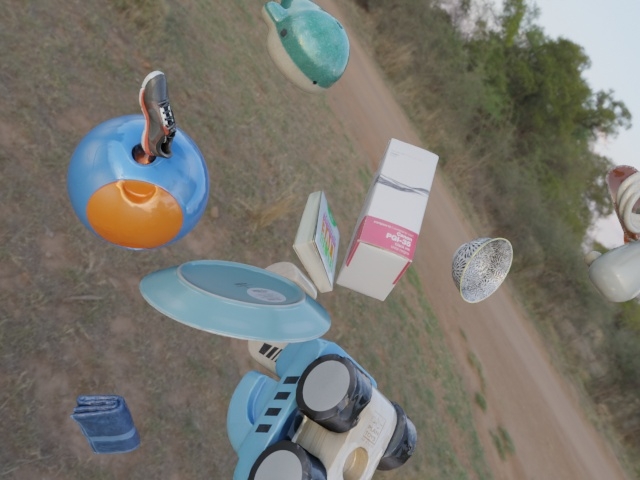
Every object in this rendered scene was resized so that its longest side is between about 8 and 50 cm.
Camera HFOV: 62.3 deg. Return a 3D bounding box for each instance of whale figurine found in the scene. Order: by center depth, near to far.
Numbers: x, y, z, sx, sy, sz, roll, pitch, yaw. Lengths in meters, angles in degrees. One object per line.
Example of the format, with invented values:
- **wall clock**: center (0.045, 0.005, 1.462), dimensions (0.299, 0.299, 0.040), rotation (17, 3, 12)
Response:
- **whale figurine**: center (-0.026, -0.440, 1.093), dimensions (0.216, 0.141, 0.272), rotation (19, 52, -50)

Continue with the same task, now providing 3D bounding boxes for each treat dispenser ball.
- **treat dispenser ball**: center (-0.383, -0.122, 1.131), dimensions (0.288, 0.288, 0.288), rotation (49, 23, -28)

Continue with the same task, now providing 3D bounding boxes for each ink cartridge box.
- **ink cartridge box**: center (0.145, -0.045, 1.143), dimensions (0.117, 0.207, 0.283), rotation (21, 59, 1)

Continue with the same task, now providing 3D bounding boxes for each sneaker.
- **sneaker**: center (-0.277, -0.219, 0.940), dimensions (0.065, 0.158, 0.061), rotation (25, 37, 21)

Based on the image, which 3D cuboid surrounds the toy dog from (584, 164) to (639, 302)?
- **toy dog**: center (0.510, -0.068, 0.785), dimensions (0.161, 0.333, 0.220), rotation (-130, -162, -58)

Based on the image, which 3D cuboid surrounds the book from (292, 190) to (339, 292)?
- **book**: center (0.000, 0.000, 0.830), dimensions (0.144, 0.035, 0.096), rotation (-80, 152, -54)

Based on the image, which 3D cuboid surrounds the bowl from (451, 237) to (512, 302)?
- **bowl**: center (0.366, 0.055, 1.255), dimensions (0.170, 0.170, 0.080), rotation (40, 0, -44)

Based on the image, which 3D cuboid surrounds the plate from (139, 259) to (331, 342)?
- **plate**: center (-0.078, 0.050, 0.519), dimensions (0.188, 0.024, 0.188), rotation (14, 10, -2)

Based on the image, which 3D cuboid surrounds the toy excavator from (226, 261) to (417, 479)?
- **toy excavator**: center (-0.053, 0.250, 0.954), dimensions (0.222, 0.445, 0.433), rotation (49, 63, -38)

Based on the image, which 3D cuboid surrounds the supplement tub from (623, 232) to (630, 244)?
- **supplement tub**: center (0.825, -0.026, 1.099), dimensions (0.193, 0.316, 0.194), rotation (16, 60, -29)

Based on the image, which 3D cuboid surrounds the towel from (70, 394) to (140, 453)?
- **towel**: center (-0.279, 0.246, 0.696), dimensions (0.029, 0.067, 0.119), rotation (-96, -173, -47)
